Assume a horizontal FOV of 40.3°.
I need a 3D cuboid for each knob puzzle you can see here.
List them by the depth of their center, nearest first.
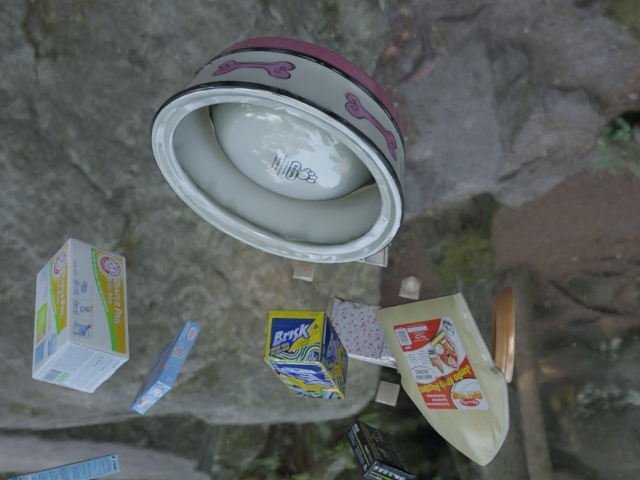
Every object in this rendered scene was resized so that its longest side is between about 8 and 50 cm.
[{"bbox_3d":[0.148,0.152,0.957,0.030,0.213,0.213,-24,174,-27],"label":"knob puzzle"}]

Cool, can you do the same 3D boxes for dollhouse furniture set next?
[{"bbox_3d":[0.053,0.142,1.889,0.303,0.356,0.174,11,161,8],"label":"dollhouse furniture set"}]

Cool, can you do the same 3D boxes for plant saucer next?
[{"bbox_3d":[0.376,0.193,1.809,0.037,0.200,0.200,1,166,7],"label":"plant saucer"}]

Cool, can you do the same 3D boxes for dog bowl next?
[{"bbox_3d":[-0.049,-0.142,1.361,0.407,0.150,0.408,15,147,10],"label":"dog bowl"}]

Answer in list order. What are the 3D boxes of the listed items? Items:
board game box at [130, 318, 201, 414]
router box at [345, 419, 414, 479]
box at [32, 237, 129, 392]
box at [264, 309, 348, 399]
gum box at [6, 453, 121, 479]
[{"bbox_3d":[-0.343,0.282,1.929,0.039,0.160,0.211,31,144,-11],"label":"board game box"},{"bbox_3d":[0.105,0.385,1.564,0.092,0.122,0.038,29,104,-26],"label":"router box"},{"bbox_3d":[-0.375,0.115,1.369,0.103,0.203,0.114,24,128,-36],"label":"box"},{"bbox_3d":[-0.011,0.122,0.912,0.059,0.054,0.169,1,159,10],"label":"box"},{"bbox_3d":[-0.528,0.482,1.794,0.184,0.041,0.157,-5,166,-37],"label":"gum box"}]
